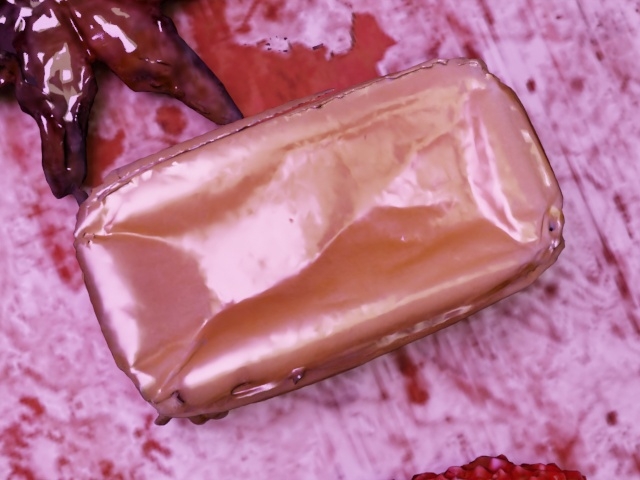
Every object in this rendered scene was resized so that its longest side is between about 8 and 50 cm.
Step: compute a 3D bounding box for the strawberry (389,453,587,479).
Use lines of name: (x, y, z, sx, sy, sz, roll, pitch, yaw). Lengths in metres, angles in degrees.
strawberry: (0.092, 0.207, 0.513, 0.286, 0.106, 0.188, 12, 81, -3)

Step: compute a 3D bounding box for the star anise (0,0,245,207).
star anise: (-0.147, -0.153, 0.534, 0.271, 0.102, 0.272, 1, 84, -8)

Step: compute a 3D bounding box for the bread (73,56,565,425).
bread: (0.000, 0.000, 0.527, 0.241, 0.107, 0.136, -22, 83, -8)
